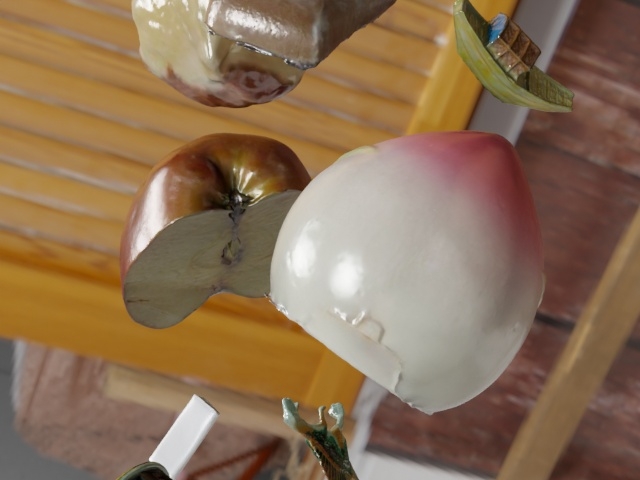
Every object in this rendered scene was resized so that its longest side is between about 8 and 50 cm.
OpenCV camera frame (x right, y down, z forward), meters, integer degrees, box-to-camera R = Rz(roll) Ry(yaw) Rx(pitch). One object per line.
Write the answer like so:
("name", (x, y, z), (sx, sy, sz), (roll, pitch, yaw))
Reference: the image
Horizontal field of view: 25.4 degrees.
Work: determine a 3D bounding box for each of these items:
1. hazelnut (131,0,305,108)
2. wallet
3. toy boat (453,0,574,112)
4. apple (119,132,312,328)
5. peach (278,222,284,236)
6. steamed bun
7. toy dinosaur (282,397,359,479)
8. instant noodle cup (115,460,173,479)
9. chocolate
("hazelnut", (-0.134, -0.297, 1.957), (0.261, 0.261, 0.241), (22, -142, 3))
("wallet", (-0.200, 0.291, 2.101), (0.061, 0.122, 0.025), (34, 178, 44))
("toy boat", (0.201, -0.192, 1.496), (0.172, 0.066, 0.065), (40, -142, -22))
("apple", (-0.157, -0.012, 2.266), (0.295, 0.365, 0.328), (25, -122, 7))
("peach", (-0.001, -0.001, 1.688), (0.098, 0.098, 0.061), (33, -155, 34))
("steamed bun", (0.114, 0.009, 1.512), (0.309, 0.309, 0.309), (19, -162, -6))
("toy dinosaur", (0.013, 0.245, 1.587), (0.044, 0.187, 0.106), (-20, -171, 13))
("instant noodle cup", (-0.176, 0.422, 1.781), (0.236, 0.215, 0.215), (28, -161, 24))
("chocolate", (-0.015, -0.283, 1.531), (0.161, 0.083, 0.261), (18, -145, 17))
